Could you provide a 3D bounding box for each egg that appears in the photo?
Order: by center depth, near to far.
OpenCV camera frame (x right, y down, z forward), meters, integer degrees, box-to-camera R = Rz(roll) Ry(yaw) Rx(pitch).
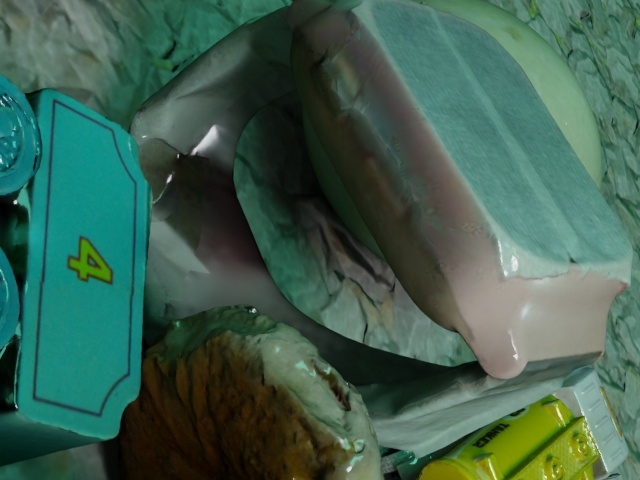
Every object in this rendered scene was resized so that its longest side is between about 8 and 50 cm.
[{"bbox_3d":[0.091,-0.067,0.802,0.253,0.187,0.186,39,46,-29],"label":"egg"}]

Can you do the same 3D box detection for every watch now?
[{"bbox_3d":[0.000,0.000,0.613,0.162,0.241,0.253,5,51,-52],"label":"watch"}]

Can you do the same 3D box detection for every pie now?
[{"bbox_3d":[-0.039,0.126,0.554,0.046,0.195,0.195,-11,81,-40],"label":"pie"}]

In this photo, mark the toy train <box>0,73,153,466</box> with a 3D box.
[{"bbox_3d":[-0.156,0.009,0.542,0.154,0.107,0.197,31,50,-47],"label":"toy train"}]

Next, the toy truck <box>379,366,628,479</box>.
[{"bbox_3d":[0.132,0.157,0.798,0.227,0.114,0.098,-21,88,-53],"label":"toy truck"}]
